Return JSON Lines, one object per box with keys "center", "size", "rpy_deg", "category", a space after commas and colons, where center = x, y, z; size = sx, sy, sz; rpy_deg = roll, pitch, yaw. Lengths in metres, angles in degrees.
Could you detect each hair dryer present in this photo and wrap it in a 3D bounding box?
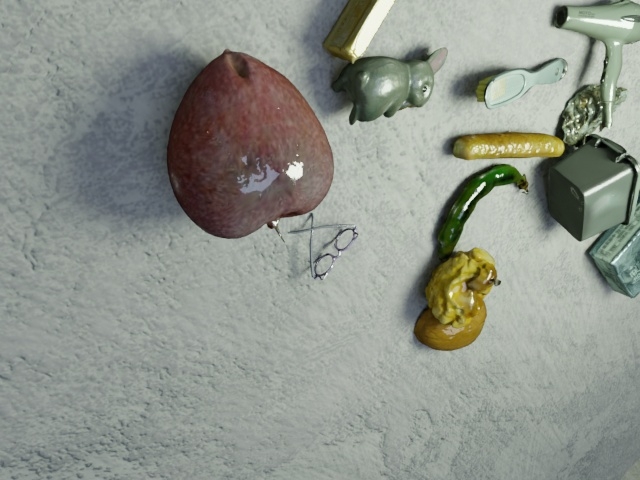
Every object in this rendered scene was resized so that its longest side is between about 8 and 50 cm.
{"center": [0.588, -0.399, 1.019], "size": [0.229, 0.092, 0.267], "rpy_deg": [17, 96, -17], "category": "hair dryer"}

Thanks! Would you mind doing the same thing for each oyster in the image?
{"center": [0.645, -0.303, 1.122], "size": [0.124, 0.064, 0.177], "rpy_deg": [20, 106, -36], "category": "oyster"}

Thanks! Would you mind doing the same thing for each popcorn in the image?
{"center": [0.336, 0.103, 1.126], "size": [0.140, 0.163, 0.194], "rpy_deg": [27, 117, 7], "category": "popcorn"}

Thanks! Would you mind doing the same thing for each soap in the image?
{"center": [0.097, -0.415, 0.783], "size": [0.037, 0.092, 0.252], "rpy_deg": [28, 99, -35], "category": "soap"}

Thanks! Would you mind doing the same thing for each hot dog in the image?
{"center": [0.420, -0.208, 1.047], "size": [0.285, 0.088, 0.061], "rpy_deg": [-8, 112, -26], "category": "hot dog"}

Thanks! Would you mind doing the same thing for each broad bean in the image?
{"center": [0.371, -0.081, 1.104], "size": [0.292, 0.049, 0.144], "rpy_deg": [-40, 125, -4], "category": "broad bean"}

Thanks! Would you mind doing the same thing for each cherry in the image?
{"center": [-0.114, -0.138, 0.747], "size": [0.261, 0.221, 0.308], "rpy_deg": [-22, 109, -24], "category": "cherry"}

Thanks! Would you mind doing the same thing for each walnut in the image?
{"center": [0.354, 0.226, 1.224], "size": [0.211, 0.087, 0.167], "rpy_deg": [-20, 125, -16], "category": "walnut"}

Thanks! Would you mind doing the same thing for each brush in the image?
{"center": [0.420, -0.340, 1.005], "size": [0.296, 0.060, 0.068], "rpy_deg": [-24, 123, -30], "category": "brush"}

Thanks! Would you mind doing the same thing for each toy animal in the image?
{"center": [0.146, -0.284, 0.855], "size": [0.236, 0.138, 0.108], "rpy_deg": [-16, 86, -14], "category": "toy animal"}

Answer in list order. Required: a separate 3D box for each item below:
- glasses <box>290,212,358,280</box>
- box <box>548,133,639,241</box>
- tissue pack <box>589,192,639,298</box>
{"center": [0.000, 0.000, 0.958], "size": [0.140, 0.062, 0.103], "rpy_deg": [-49, 123, 2], "category": "glasses"}
{"center": [0.650, -0.116, 1.144], "size": [0.135, 0.163, 0.243], "rpy_deg": [-31, 138, 3], "category": "box"}
{"center": [0.956, -0.010, 1.388], "size": [0.228, 0.103, 0.316], "rpy_deg": [38, 94, -33], "category": "tissue pack"}
